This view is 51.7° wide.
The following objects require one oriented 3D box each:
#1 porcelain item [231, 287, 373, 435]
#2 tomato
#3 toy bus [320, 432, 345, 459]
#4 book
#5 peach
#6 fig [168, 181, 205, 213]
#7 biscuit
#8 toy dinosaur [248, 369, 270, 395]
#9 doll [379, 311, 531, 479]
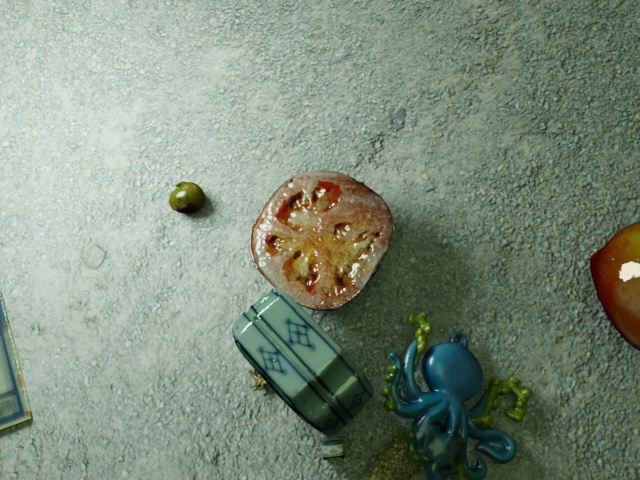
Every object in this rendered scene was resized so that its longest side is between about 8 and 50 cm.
[{"bbox_3d":[-0.039,0.258,1.382,0.157,0.286,0.281,-42,65,-8],"label":"porcelain item"},{"bbox_3d":[0.006,0.007,1.544,0.338,0.143,0.338,-2,70,5],"label":"tomato"},{"bbox_3d":[0.027,0.446,1.436,0.052,0.102,0.058,-6,71,-1],"label":"toy bus"},{"bbox_3d":[-0.817,0.301,1.538,0.228,0.018,0.322,-19,74,-6],"label":"book"},{"bbox_3d":[0.756,0.099,1.437,0.332,0.308,0.308,30,76,25],"label":"peach"},{"bbox_3d":[-0.327,-0.113,1.624,0.084,0.082,0.098,-27,53,29],"label":"fig"},{"bbox_3d":[0.163,0.489,1.435,0.168,0.082,0.070,-49,42,-12],"label":"biscuit"},{"bbox_3d":[-0.124,0.334,1.509,0.113,0.026,0.041,31,60,18],"label":"toy dinosaur"},{"bbox_3d":[0.282,0.362,1.447,0.346,0.099,0.341,24,68,-10],"label":"doll"}]
